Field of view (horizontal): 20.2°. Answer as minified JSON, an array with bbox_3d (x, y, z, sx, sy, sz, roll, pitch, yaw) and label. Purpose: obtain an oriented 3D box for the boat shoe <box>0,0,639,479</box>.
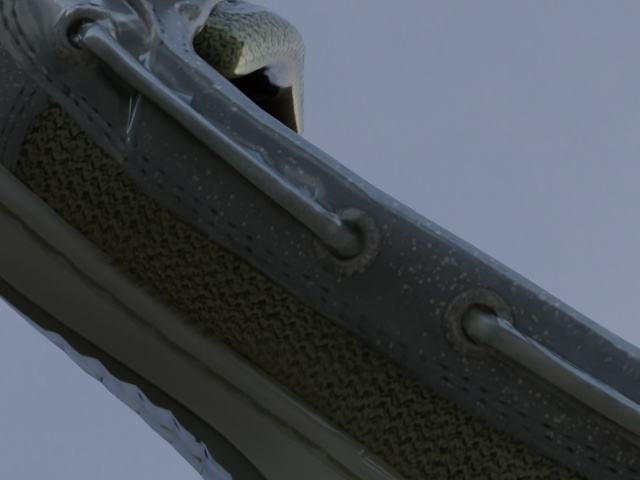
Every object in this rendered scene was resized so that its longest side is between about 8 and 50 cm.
[{"bbox_3d":[0.000,0.000,0.393,0.103,0.118,0.320,-47,-110,2],"label":"boat shoe"}]
